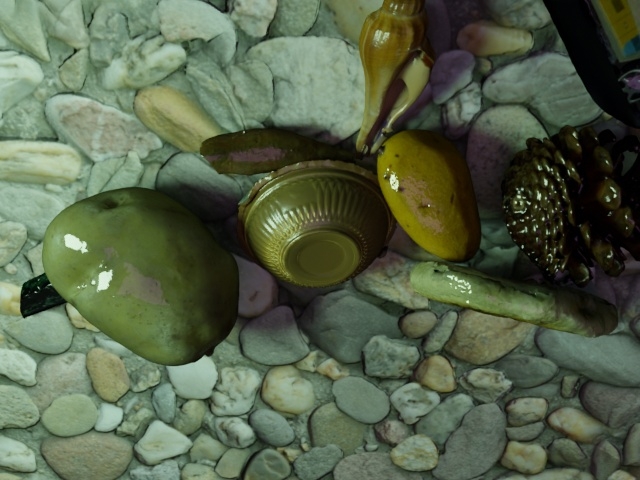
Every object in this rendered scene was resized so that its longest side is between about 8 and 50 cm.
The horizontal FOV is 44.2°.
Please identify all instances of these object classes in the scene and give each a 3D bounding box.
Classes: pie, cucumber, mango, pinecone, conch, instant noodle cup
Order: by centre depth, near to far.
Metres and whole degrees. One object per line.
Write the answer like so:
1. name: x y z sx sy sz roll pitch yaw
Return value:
1. conch: 0.099 -0.252 1.154 0.109 0.093 0.330 -4 143 -17
2. pinecone: 0.418 -0.059 1.177 0.292 0.246 0.246 -10 122 -15
3. mango: 0.178 -0.069 1.215 0.227 0.147 0.109 56 152 -6
4. pie: 0.284 0.086 1.224 0.338 0.337 0.075 10 91 -6
5. instant noodle cup: 0.000 0.000 1.262 0.274 0.090 0.274 -4 134 -4
6. cucumber: -0.444 0.079 1.378 0.220 0.046 0.070 -21 112 11

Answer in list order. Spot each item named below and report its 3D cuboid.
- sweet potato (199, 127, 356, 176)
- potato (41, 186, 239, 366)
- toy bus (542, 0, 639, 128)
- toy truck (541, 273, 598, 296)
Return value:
1. sweet potato: -0.067 -0.138 1.229 0.244 0.077 0.077 -3 122 -12
2. potato: -0.274 0.051 1.254 0.326 0.221 0.243 35 103 -9
3. toy bus: 0.391 -0.354 1.044 0.162 0.171 0.386 -33 115 8
4. toy truck: 0.425 0.111 1.376 0.111 0.076 0.077 -16 140 10
